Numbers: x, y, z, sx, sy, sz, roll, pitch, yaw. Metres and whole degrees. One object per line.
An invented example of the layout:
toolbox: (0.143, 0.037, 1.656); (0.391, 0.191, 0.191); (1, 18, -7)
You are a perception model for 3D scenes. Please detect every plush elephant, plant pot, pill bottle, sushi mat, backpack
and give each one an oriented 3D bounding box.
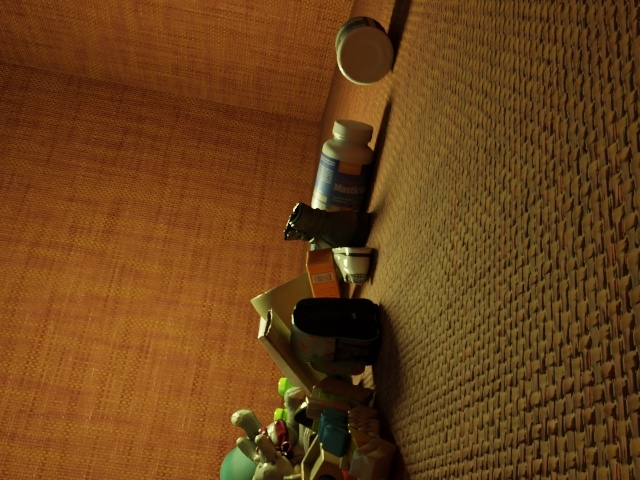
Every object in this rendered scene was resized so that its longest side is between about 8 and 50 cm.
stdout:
plush elephant: (-0.147, 0.676, 2.077); (0.255, 0.272, 0.329); (-29, -79, -80)
plant pot: (-0.201, 0.823, 2.424); (0.271, 0.272, 0.255); (-86, 22, -49)
plant pot: (-0.057, 0.214, 2.117); (0.190, 0.284, 0.284); (64, 171, 3)
pill bottle: (0.071, -0.205, 1.900); (0.152, 0.152, 0.271); (-93, 13, -67)
sushi mat: (-0.021, 0.298, 1.453); (0.019, 0.316, 0.151); (-36, 11, 8)
pill bottle: (0.125, -0.571, 1.941); (0.283, 0.161, 0.161); (-90, 11, -63)
backpack: (0.025, 0.204, 1.434); (0.165, 0.189, 0.144); (-91, 12, -59)

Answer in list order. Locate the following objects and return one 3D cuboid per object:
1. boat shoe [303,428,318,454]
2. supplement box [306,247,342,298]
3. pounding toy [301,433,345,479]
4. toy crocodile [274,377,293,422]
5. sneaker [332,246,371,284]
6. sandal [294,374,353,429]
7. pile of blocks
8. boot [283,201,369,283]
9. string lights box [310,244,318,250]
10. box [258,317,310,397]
boat shoe: (-0.006, 0.524, 1.845); (0.066, 0.066, 0.183); (115, 164, -66)
supplement box: (0.018, 0.140, 1.838); (0.078, 0.080, 0.233); (-89, -9, -59)
pounding toy: (0.022, 0.534, 1.486); (0.141, 0.100, 0.130); (-100, 35, -68)
toy crocodile: (-0.097, 0.611, 2.417); (0.105, 0.115, 0.340); (78, -166, -45)
sneaker: (0.079, 0.066, 1.719); (0.235, 0.090, 0.094); (153, 116, -86)
sandal: (0.022, 0.398, 1.649); (0.086, 0.120, 0.302); (-61, -4, -47)
pile of blocks: (0.039, 0.367, 1.208); (0.362, 0.149, 0.112); (-120, 41, -81)
boot: (0.000, 0.000, 1.886); (0.338, 0.223, 0.118); (107, 170, -54)
string lights box: (-0.001, 0.078, 2.550); (0.133, 0.077, 0.259); (106, 172, -54)
box: (-0.108, 0.370, 2.292); (0.322, 0.059, 0.232); (61, -165, -27)
